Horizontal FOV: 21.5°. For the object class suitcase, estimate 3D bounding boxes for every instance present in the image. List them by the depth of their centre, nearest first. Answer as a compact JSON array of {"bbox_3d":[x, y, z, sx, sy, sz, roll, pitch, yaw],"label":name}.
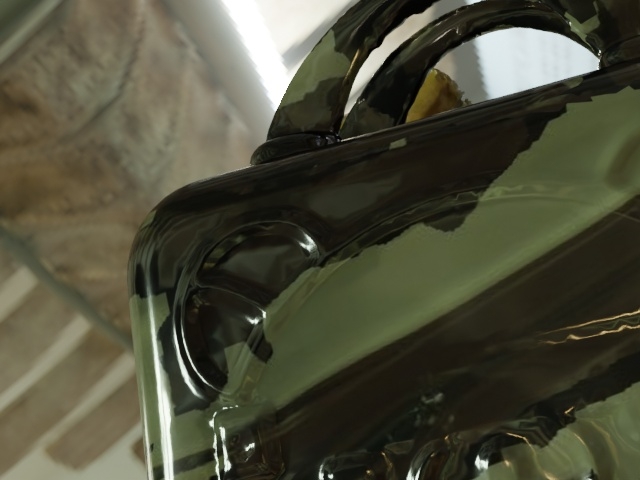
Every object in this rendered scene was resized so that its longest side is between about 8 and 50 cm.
[{"bbox_3d":[0.096,0.046,0.719,0.351,0.339,0.194,-15,-17,19],"label":"suitcase"}]

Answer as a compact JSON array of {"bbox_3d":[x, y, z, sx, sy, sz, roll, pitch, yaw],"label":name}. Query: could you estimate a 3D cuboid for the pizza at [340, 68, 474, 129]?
[{"bbox_3d":[0.002,-0.005,0.975,0.204,0.080,0.188,-59,2,-4],"label":"pizza"}]
